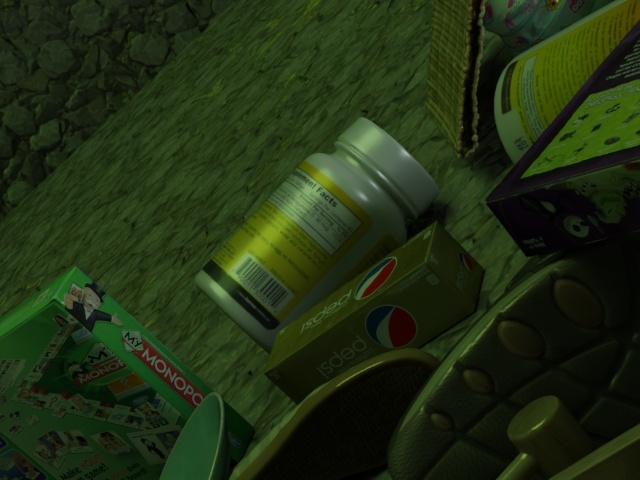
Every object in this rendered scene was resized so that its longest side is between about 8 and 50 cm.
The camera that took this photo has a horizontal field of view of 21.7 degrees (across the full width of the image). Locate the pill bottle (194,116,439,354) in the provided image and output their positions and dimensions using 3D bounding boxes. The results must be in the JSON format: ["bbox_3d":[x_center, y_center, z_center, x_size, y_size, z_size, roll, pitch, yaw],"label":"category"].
[{"bbox_3d":[0.000,0.000,1.463,0.208,0.119,0.119,-46,16,-4],"label":"pill bottle"}]

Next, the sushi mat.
[{"bbox_3d":[0.124,-0.175,1.554,0.316,0.019,0.151,-97,10,-78],"label":"sushi mat"}]

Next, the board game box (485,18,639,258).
[{"bbox_3d":[0.253,-0.097,0.801,0.347,0.056,0.208,-16,30,55],"label":"board game box"}]

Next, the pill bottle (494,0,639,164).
[{"bbox_3d":[0.230,-0.114,1.164,0.215,0.117,0.117,-26,25,50],"label":"pill bottle"}]

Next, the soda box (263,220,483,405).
[{"bbox_3d":[0.040,0.064,1.313,0.181,0.058,0.061,-37,18,30],"label":"soda box"}]

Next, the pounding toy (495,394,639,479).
[{"bbox_3d":[0.127,0.161,0.784,0.181,0.094,0.206,-37,18,26],"label":"pounding toy"}]

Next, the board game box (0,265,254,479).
[{"bbox_3d":[-0.235,0.166,1.479,0.317,0.213,0.046,-31,21,41],"label":"board game box"}]

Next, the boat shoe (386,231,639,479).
[{"bbox_3d":[0.184,0.034,0.941,0.355,0.132,0.130,-38,5,-6],"label":"boat shoe"}]

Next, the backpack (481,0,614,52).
[{"bbox_3d":[0.212,-0.243,1.482,0.152,0.115,0.182,145,141,-65],"label":"backpack"}]

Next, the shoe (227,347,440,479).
[{"bbox_3d":[0.002,0.139,1.191,0.219,0.076,0.058,-41,21,24],"label":"shoe"}]

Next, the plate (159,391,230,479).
[{"bbox_3d":[-0.105,0.210,1.301,0.188,0.024,0.188,-158,90,-77],"label":"plate"}]
